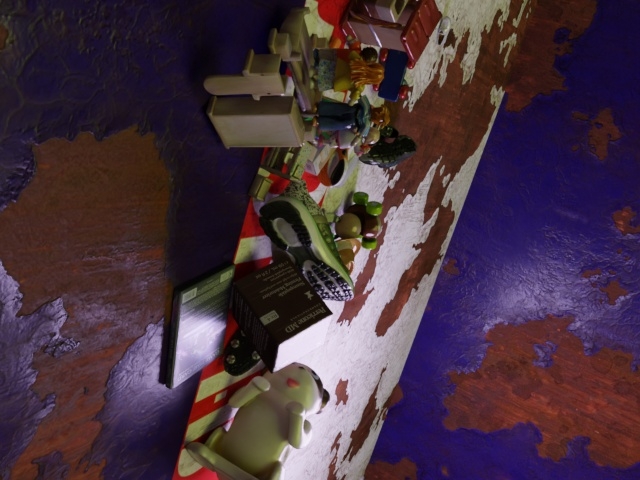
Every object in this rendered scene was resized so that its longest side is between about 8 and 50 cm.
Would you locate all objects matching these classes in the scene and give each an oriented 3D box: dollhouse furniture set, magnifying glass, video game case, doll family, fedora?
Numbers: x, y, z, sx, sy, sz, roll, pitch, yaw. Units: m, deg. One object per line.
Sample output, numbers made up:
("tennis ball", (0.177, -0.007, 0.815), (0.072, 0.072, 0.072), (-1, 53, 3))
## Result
("dollhouse furniture set", (-0.067, -0.162, 1.524), (0.182, 0.101, 0.161), (-67, 157, 1))
("magnifying glass", (-0.006, -0.395, 1.536), (0.231, 0.026, 0.092), (-66, 157, -2))
("dollhouse furniture set", (0.127, -0.592, 1.437), (0.152, 0.201, 0.374), (-63, 150, -8))
("video game case", (-0.288, 0.202, 1.489), (0.196, 0.026, 0.274), (-30, 138, -55))
("dollhouse furniture set", (-0.110, -0.379, 1.295), (0.303, 0.173, 0.356), (69, 25, -60))
("doll family", (0.064, -0.295, 1.309), (0.118, 0.163, 0.263), (-60, 148, -65))
("fedora", (0.056, 0.073, 1.936), (0.194, 0.079, 0.194), (-21, 151, -12))

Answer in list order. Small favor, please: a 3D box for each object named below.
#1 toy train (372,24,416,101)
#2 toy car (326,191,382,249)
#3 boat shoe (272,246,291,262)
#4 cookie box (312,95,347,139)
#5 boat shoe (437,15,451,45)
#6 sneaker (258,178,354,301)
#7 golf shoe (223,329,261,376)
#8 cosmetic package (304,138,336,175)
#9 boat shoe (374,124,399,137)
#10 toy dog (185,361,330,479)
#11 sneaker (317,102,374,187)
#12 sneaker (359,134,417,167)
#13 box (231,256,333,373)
("toy train", (0.244, -0.547, 1.846), (0.143, 0.105, 0.248), (-40, 147, -64))
("toy car", (0.085, -0.053, 1.973), (0.188, 0.149, 0.155), (-11, 122, -28))
("boat shoe", (-0.059, 0.112, 1.783), (0.103, 0.113, 0.302), (-42, 147, -33))
("cookie box", (0.023, -0.309, 1.594), (0.107, 0.091, 0.040), (-68, 160, 2))
("boat shoe", (0.424, -0.723, 2.140), (0.035, 0.035, 0.100), (-45, 156, -45))
("sneaker", (0.000, 0.000, 1.635), (0.410, 0.158, 0.182), (61, 40, -37))
("golf shoe", (-0.165, 0.265, 1.717), (0.273, 0.105, 0.120), (-57, 162, -21))
("cosmetic package", (-0.001, -0.238, 1.670), (0.115, 0.041, 0.060), (-57, 154, -22))
("boat shoe", (0.218, -0.360, 2.025), (0.142, 0.040, 0.049), (-9, 120, -63))
("toy dog", (-0.133, 0.546, 1.826), (0.408, 0.284, 0.395), (-55, 155, -28))
("sneaker", (0.079, -0.269, 1.768), (0.262, 0.099, 0.121), (-60, 165, 5))
("sneaker", (0.210, -0.271, 2.018), (0.267, 0.101, 0.106), (-15, 158, -44))
("box", (-0.102, 0.186, 1.562), (0.168, 0.203, 0.167), (-27, 152, -27))
